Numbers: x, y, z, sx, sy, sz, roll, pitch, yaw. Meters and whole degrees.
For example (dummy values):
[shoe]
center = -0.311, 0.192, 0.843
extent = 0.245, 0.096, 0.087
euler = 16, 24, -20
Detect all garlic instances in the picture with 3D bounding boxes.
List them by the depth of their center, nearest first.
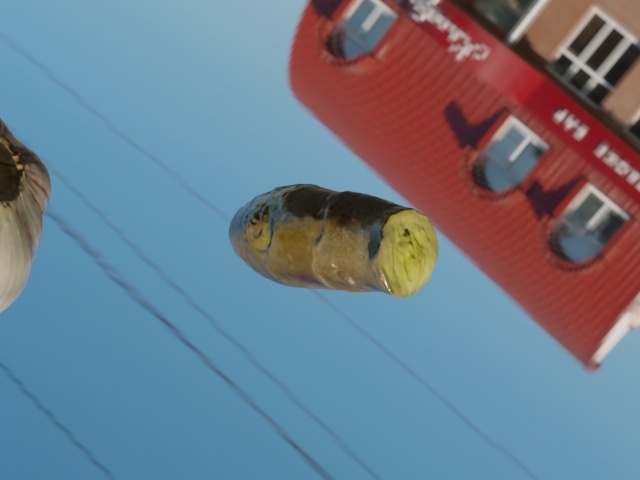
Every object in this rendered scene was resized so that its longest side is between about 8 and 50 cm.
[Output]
[garlic]
center = -0.391, -0.020, 1.084
extent = 0.245, 0.253, 0.245
euler = 57, -163, -28

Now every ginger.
[ginger]
center = 0.000, 0.000, 1.196
extent = 0.263, 0.109, 0.116
euler = 10, 134, 50
